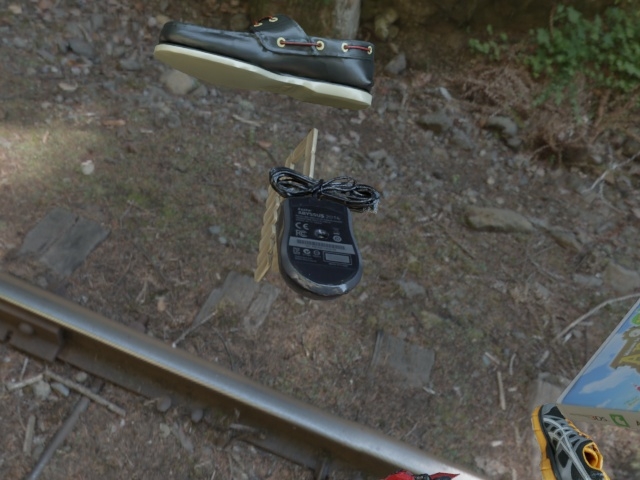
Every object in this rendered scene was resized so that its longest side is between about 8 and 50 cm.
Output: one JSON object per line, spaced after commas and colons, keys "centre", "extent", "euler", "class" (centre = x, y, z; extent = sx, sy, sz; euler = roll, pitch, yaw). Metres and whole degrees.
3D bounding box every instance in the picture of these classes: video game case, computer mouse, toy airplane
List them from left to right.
{"centre": [0.000, 0.000, 0.868], "extent": [0.188, 0.072, 0.272], "euler": [12, 40, -9], "class": "computer mouse"}
{"centre": [0.055, 0.229, 0.524], "extent": [0.151, 0.151, 0.028], "euler": [-11, 69, -23], "class": "toy airplane"}
{"centre": [0.314, 0.069, 0.444], "extent": [0.212, 0.193, 0.023], "euler": [-38, 96, -24], "class": "video game case"}

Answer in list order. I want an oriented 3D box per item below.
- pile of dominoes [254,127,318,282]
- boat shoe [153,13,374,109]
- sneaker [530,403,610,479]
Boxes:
{"centre": [-0.052, -0.055, 1.067], "extent": [0.040, 0.196, 0.251], "euler": [20, 58, -23], "class": "pile of dominoes"}
{"centre": [-0.028, -0.106, 0.332], "extent": [0.132, 0.042, 0.049], "euler": [3, 5, -26], "class": "boat shoe"}
{"centre": [0.372, 0.314, 0.854], "extent": [0.084, 0.083, 0.215], "euler": [56, 21, -11], "class": "sneaker"}
